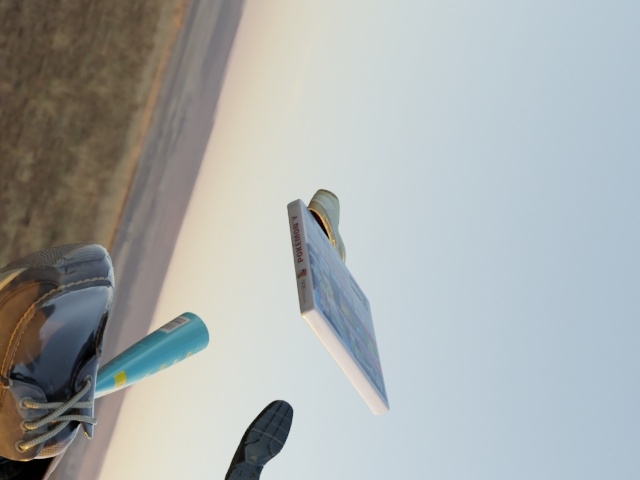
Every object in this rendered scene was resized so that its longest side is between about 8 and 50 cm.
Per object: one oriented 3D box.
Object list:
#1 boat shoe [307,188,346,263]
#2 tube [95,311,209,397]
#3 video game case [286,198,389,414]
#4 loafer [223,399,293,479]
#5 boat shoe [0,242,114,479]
[{"bbox_3d":[0.000,0.000,1.366,0.045,0.050,0.135,-43,137,-42],"label":"boat shoe"},{"bbox_3d":[-0.220,0.146,1.251,0.207,0.052,0.080,-28,174,-45],"label":"tube"},{"bbox_3d":[0.020,0.077,1.236,0.201,0.023,0.183,57,16,-39],"label":"video game case"},{"bbox_3d":[-0.097,0.308,1.580,0.170,0.062,0.061,-57,-169,-2],"label":"loafer"},{"bbox_3d":[-0.252,0.134,0.980,0.130,0.132,0.355,58,-38,22],"label":"boat shoe"}]
